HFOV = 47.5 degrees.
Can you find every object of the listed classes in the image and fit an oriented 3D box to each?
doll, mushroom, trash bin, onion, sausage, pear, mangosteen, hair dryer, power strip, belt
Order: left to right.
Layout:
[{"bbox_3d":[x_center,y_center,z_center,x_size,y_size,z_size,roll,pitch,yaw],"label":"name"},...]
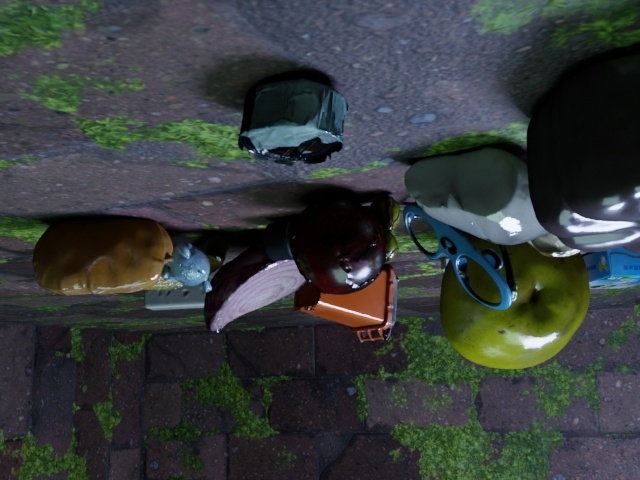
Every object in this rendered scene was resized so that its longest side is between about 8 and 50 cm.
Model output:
[{"bbox_3d":[-0.375,0.028,1.266,0.241,0.136,0.120,-6,162,3],"label":"sausage"},{"bbox_3d":[-0.281,0.041,1.362,0.179,0.075,0.120,9,140,37],"label":"doll"},{"bbox_3d":[-0.283,0.115,1.781,0.338,0.098,0.058,-4,166,12],"label":"power strip"},{"bbox_3d":[-0.130,0.060,1.453,0.250,0.111,0.247,-24,161,-24],"label":"onion"},{"bbox_3d":[-0.029,-0.120,0.739,0.105,0.058,0.140,10,169,-22],"label":"belt"},{"bbox_3d":[0.000,0.000,1.337,0.124,0.072,0.219,-7,174,24],"label":"hair dryer"},{"bbox_3d":[0.060,0.142,1.769,0.238,0.185,0.161,13,162,-33],"label":"trash bin"},{"bbox_3d":[0.045,0.004,1.143,0.180,0.166,0.166,-19,174,-17],"label":"mangosteen"},{"bbox_3d":[0.354,0.102,1.356,0.294,0.294,0.294,-1,169,0],"label":"pear"},{"bbox_3d":[0.273,-0.051,1.024,0.328,0.122,0.159,12,-162,-47],"label":"mushroom"}]

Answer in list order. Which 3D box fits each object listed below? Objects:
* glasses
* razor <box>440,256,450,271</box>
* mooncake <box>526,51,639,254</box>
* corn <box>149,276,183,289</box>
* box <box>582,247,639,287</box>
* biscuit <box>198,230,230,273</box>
[{"bbox_3d":[0.253,0.016,1.162,0.206,0.102,0.239,2,-147,-43],"label":"glasses"},{"bbox_3d":[0.418,0.065,1.744,0.277,0.056,0.111,10,164,-16],"label":"razor"},{"bbox_3d":[0.355,-0.080,0.746,0.305,0.154,0.306,1,167,0],"label":"mooncake"},{"bbox_3d":[-0.438,0.071,1.584,0.288,0.087,0.086,3,168,-30],"label":"corn"},{"bbox_3d":[0.684,0.064,1.679,0.139,0.073,0.194,0,169,-7],"label":"box"},{"bbox_3d":[-0.221,0.028,1.447,0.052,0.056,0.188,22,162,-15],"label":"biscuit"}]
